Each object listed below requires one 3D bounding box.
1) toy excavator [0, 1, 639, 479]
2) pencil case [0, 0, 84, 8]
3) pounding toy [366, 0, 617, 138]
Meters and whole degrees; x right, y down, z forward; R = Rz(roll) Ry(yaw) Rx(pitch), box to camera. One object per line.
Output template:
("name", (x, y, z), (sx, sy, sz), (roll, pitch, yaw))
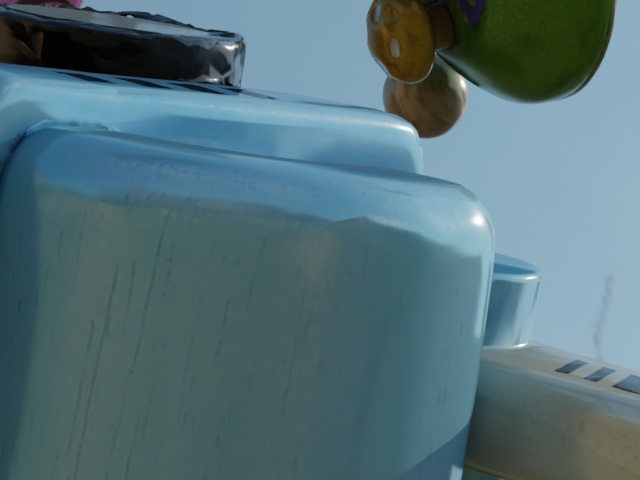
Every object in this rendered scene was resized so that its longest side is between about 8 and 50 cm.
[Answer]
("toy excavator", (0.035, 0.057, 0.654), (0.445, 0.222, 0.433), (16, 10, 38))
("pencil case", (-0.160, -0.138, 1.003), (0.095, 0.209, 0.098), (33, -14, -35))
("pounding toy", (0.055, -0.148, 1.075), (0.110, 0.183, 0.237), (-17, -2, -24))
